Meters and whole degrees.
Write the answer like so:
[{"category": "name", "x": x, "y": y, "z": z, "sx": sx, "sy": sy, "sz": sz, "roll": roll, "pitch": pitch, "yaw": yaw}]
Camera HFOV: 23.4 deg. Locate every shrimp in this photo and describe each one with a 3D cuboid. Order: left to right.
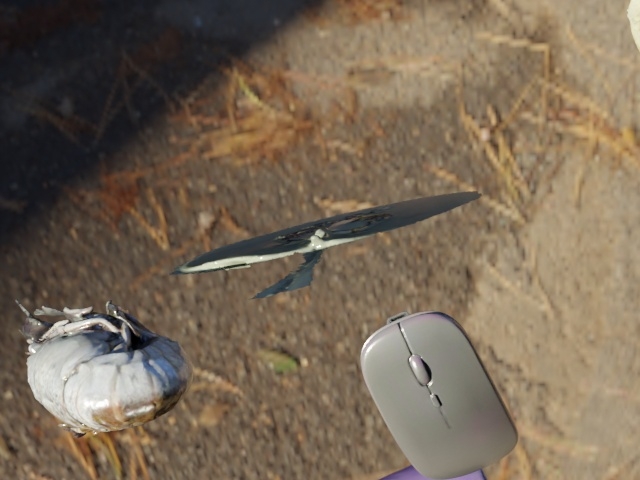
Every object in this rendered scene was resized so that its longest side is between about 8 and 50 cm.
[{"category": "shrimp", "x": -0.233, "y": 0.117, "z": 1.559, "sx": 0.145, "sy": 0.116, "sz": 0.343, "roll": -36, "pitch": 25, "yaw": -22}]

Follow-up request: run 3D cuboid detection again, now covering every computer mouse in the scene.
[{"category": "computer mouse", "x": 0.126, "y": 0.169, "z": 1.601, "sx": 0.120, "sy": 0.232, "sz": 0.057, "roll": -23, "pitch": 36, "yaw": 7}]

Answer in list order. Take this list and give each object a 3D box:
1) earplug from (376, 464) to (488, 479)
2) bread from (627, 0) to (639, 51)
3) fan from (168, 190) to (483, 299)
[{"category": "earplug", "x": 0.006, "y": 0.418, "z": 1.852, "sx": 0.455, "sy": 0.215, "sz": 0.215, "roll": -20, "pitch": 50, "yaw": -6}, {"category": "bread", "x": 0.325, "y": -0.150, "z": 1.178, "sx": 0.148, "sy": 0.141, "sz": 0.134, "roll": -38, "pitch": 45, "yaw": 6}, {"category": "fan", "x": 0.000, "y": -0.001, "z": 1.039, "sx": 0.233, "sy": 0.012, "sz": 0.415, "roll": -15, "pitch": 5, "yaw": 4}]
